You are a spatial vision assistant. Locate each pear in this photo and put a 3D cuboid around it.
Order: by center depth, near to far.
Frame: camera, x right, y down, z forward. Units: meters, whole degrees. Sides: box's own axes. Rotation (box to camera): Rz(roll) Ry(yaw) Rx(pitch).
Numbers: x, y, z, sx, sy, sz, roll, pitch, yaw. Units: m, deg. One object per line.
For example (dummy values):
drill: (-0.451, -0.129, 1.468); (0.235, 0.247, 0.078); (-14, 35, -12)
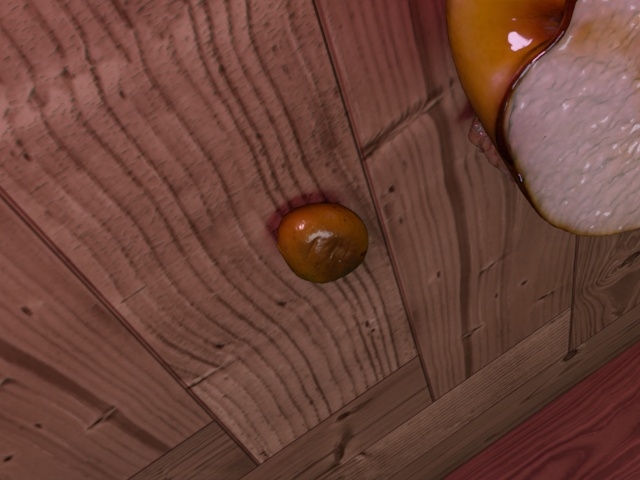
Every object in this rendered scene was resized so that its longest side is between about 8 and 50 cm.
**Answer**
pear: (0.238, -0.183, 0.979); (0.387, 0.191, 0.340); (5, 129, -41)

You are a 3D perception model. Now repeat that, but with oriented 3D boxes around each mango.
mango: (0.000, 0.000, 1.195); (0.079, 0.057, 0.114); (-37, 150, 14)

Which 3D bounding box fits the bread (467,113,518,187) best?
bread: (0.240, -0.135, 1.209); (0.196, 0.102, 0.138); (-27, 159, -27)
